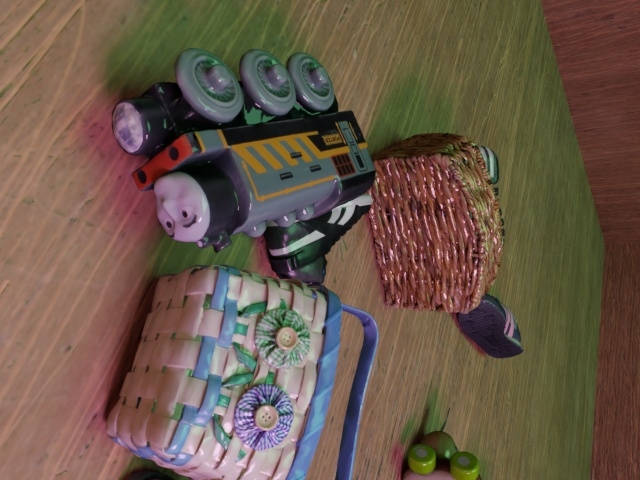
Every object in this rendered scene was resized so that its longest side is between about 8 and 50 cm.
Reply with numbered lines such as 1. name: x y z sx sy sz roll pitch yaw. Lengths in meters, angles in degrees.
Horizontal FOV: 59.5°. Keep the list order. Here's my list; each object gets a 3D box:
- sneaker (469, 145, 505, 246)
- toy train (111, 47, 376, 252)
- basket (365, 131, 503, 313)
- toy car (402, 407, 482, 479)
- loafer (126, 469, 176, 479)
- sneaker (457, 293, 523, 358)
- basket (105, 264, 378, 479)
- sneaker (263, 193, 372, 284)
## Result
1. sneaker: 0.294 -0.057 1.180 0.106 0.162 0.281 -6 101 -28
2. toy train: -0.067 -0.104 0.636 0.334 0.142 0.190 -24 89 -53
3. basket: 0.232 -0.043 1.029 0.223 0.213 0.299 -32 114 -51
4. toy car: 0.249 0.430 1.102 0.188 0.149 0.155 -54 143 -58
5. loafer: -0.112 0.334 0.621 0.267 0.084 0.096 50 49 -41
6. sneaker: 0.413 0.182 1.393 0.319 0.112 0.131 48 34 -46
7. basket: -0.056 0.167 0.610 0.289 0.201 0.254 30 63 -40
8. sneaker: 0.000 0.000 0.822 0.217 0.079 0.121 -17 105 -46
